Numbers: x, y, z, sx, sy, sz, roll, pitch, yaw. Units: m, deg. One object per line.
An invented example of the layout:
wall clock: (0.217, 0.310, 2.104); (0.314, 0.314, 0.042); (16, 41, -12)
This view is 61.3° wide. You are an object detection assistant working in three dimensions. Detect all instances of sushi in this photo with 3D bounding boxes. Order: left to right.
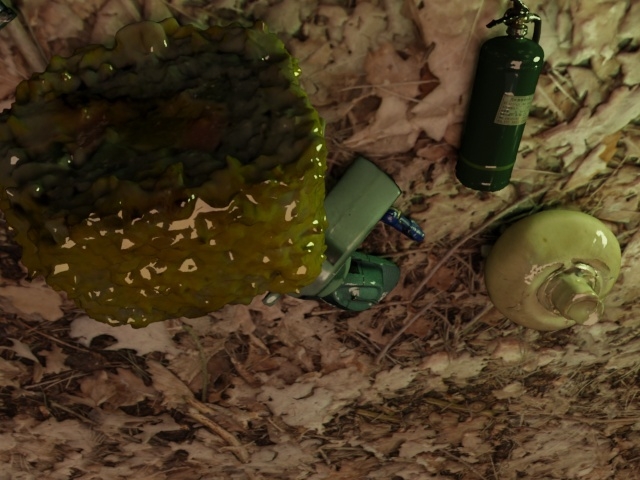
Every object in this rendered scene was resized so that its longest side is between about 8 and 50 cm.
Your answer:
sushi: (-0.191, -0.094, 0.683); (0.397, 0.351, 0.240); (-13, 146, -2)

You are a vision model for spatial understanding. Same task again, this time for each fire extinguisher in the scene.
fire extinguisher: (0.269, -0.219, 0.800); (0.118, 0.093, 0.294); (-20, 134, -25)

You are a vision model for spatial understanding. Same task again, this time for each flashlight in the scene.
flashlight: (0.145, -0.034, 0.970); (0.121, 0.057, 0.035); (28, 83, -33)

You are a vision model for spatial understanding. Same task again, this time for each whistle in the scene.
whistle: (0.000, 0.000, 0.924); (0.289, 0.163, 0.163); (-49, 125, -8)

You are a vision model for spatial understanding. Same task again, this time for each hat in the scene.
hat: (0.068, 0.087, 1.029); (0.191, 0.078, 0.138); (17, 127, -20)

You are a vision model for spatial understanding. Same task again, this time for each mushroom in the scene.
mushroom: (0.430, 0.065, 0.984); (0.246, 0.202, 0.246); (-5, 119, -8)

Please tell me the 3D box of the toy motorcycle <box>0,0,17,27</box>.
toy motorcycle: (-0.552, -0.210, 0.612); (0.358, 0.125, 0.212); (-43, 122, -4)
